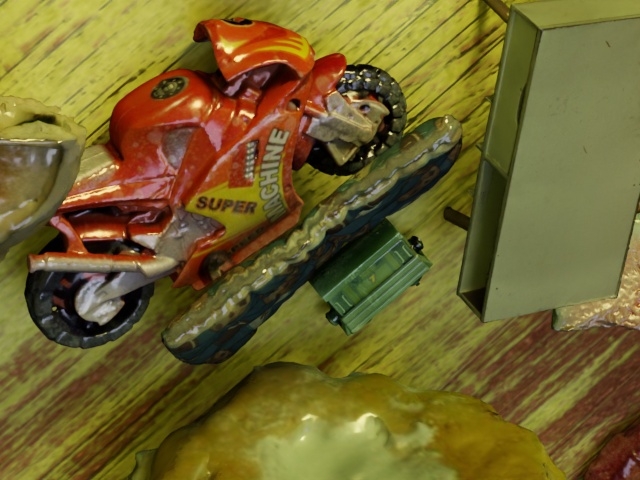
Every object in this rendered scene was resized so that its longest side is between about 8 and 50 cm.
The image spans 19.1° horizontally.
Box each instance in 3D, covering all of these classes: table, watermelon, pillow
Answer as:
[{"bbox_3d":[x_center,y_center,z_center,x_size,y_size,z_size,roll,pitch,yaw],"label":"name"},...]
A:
[{"bbox_3d":[0.161,-0.076,1.384,0.121,0.111,0.240,-9,126,-26],"label":"table"},{"bbox_3d":[0.255,0.032,1.551,0.155,0.080,0.101,-14,120,-2],"label":"watermelon"},{"bbox_3d":[-0.001,0.001,1.327,0.255,0.034,0.189,-40,175,1],"label":"pillow"}]

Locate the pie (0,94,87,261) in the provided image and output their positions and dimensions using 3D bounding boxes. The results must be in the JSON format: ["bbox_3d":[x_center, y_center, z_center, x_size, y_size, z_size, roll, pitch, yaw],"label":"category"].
[{"bbox_3d":[-0.311,-0.065,1.111,0.337,0.075,0.337,-5,122,-8],"label":"pie"}]

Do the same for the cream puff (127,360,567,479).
[{"bbox_3d":[0.019,0.266,1.380,0.378,0.378,0.275,-12,120,-23],"label":"cream puff"}]

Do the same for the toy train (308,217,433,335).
[{"bbox_3d":[0.036,0.024,1.434,0.093,0.038,0.056,-40,126,1],"label":"toy train"}]

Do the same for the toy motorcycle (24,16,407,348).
[{"bbox_3d":[-0.086,-0.051,1.272,0.298,0.089,0.171,-33,131,-5],"label":"toy motorcycle"}]

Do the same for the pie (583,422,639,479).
[{"bbox_3d":[0.314,0.223,1.729,0.182,0.049,0.182,-15,130,-19],"label":"pie"}]
